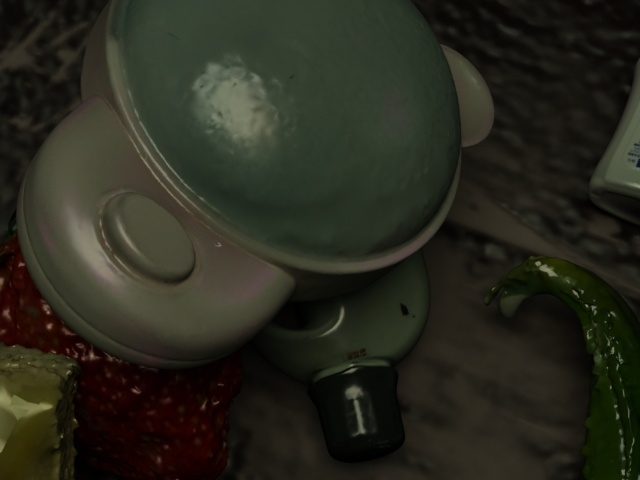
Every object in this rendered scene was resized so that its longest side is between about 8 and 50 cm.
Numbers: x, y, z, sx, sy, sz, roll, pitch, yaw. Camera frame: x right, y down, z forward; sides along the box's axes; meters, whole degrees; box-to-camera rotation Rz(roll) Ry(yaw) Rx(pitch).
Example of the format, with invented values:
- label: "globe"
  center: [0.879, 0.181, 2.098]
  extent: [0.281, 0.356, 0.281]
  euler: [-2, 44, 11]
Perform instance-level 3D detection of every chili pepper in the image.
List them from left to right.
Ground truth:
- label: "chili pepper"
  center: [0.127, 0.181, 0.714]
  extent: [0.085, 0.076, 0.359]
  euler: [-15, 62, 34]

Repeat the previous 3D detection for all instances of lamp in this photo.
- label: "lamp"
  center: [-0.027, -0.050, 0.687]
  extent: [0.179, 0.108, 0.246]
  euler: [42, 55, 0]

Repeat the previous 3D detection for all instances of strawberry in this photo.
- label: "strawberry"
  center: [-0.101, 0.045, 0.746]
  extent: [0.131, 0.131, 0.148]
  euler: [-8, 69, -2]

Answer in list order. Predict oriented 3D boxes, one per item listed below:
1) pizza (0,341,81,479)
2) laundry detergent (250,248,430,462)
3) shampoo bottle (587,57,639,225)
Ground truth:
- label: "pizza"
  center: [-0.205, 0.129, 0.702]
  extent: [0.204, 0.080, 0.188]
  euler: [15, 106, 14]
- label: "laundry detergent"
  center: [0.000, 0.000, 0.786]
  extent: [0.099, 0.070, 0.225]
  euler: [-2, 68, -24]
- label: "shampoo bottle"
  center: [0.187, -0.055, 0.817]
  extent: [0.072, 0.043, 0.099]
  euler: [20, 70, 8]
